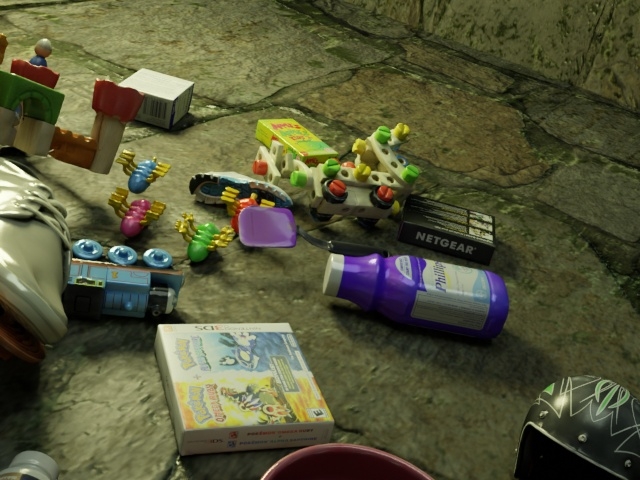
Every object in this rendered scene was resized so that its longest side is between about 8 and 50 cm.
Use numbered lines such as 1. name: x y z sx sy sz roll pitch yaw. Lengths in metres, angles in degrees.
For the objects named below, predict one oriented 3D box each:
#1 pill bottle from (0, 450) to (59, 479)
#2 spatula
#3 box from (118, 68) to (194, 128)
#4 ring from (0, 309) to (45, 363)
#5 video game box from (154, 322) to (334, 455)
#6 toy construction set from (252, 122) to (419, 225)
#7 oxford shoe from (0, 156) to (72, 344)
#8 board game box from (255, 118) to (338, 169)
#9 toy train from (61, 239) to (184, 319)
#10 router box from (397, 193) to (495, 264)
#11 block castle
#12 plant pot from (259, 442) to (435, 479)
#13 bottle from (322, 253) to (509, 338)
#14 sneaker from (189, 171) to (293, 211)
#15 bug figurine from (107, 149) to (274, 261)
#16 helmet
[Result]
1. pill bottle: -0.293 0.261 0.793 0.067 0.067 0.120 12 28 -4
2. spatula: 0.000 0.000 1.392 0.297 0.030 0.084 15 49 -30
3. box: -0.357 -0.308 1.793 0.126 0.072 0.137 16 29 5
4. ring: -0.442 0.019 0.963 0.032 0.336 0.336 -39 49 -11
5. video game box: -0.102 0.180 1.051 0.187 0.048 0.205 -1 31 -21
6. toy construction set: 0.042 -0.129 1.570 0.328 0.151 0.215 -4 57 -17
7. oxford shoe: -0.388 -0.009 1.068 0.130 0.169 0.449 -35 31 -11
8. board game box: -0.053 -0.205 1.776 0.092 0.043 0.181 -9 36 -36
9. toy train: -0.282 0.061 1.158 0.184 0.080 0.105 8 38 -16
10. router box: 0.242 -0.024 1.582 0.179 0.046 0.133 16 29 3
11. block castle: -0.529 -0.269 1.298 0.303 0.212 0.453 17 1 29
12. plant pot: 0.018 0.312 0.722 0.202 0.180 0.201 11 28 -6
13. bottle: 0.147 0.079 1.300 0.283 0.092 0.118 12 29 -5
14. sneaker: -0.137 -0.093 1.512 0.191 0.071 0.083 18 22 6
15. bug figurine: -0.230 -0.052 1.388 0.279 0.072 0.216 21 35 3
16. helmet: 0.325 0.244 1.008 0.170 0.161 0.169 11 28 -6
